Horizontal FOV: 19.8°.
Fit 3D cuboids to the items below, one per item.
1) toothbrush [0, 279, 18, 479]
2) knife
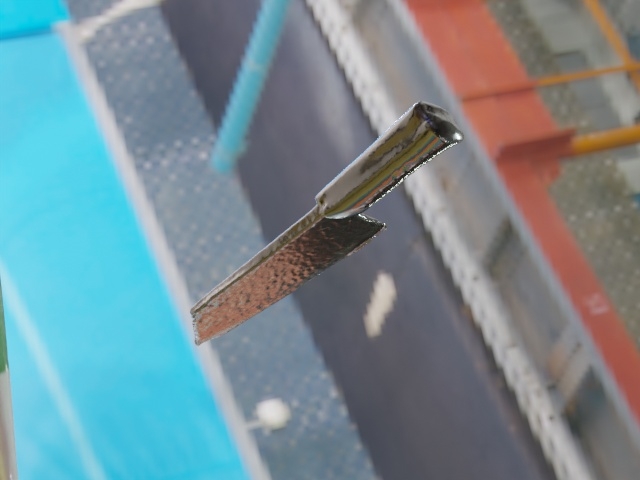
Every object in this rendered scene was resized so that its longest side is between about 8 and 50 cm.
[{"bbox_3d":[-0.122,0.028,0.668,0.024,0.018,0.257,-137,-140,-65],"label":"toothbrush"},{"bbox_3d":[0.000,0.000,1.057,0.230,0.060,0.028,-39,-127,29],"label":"knife"}]
